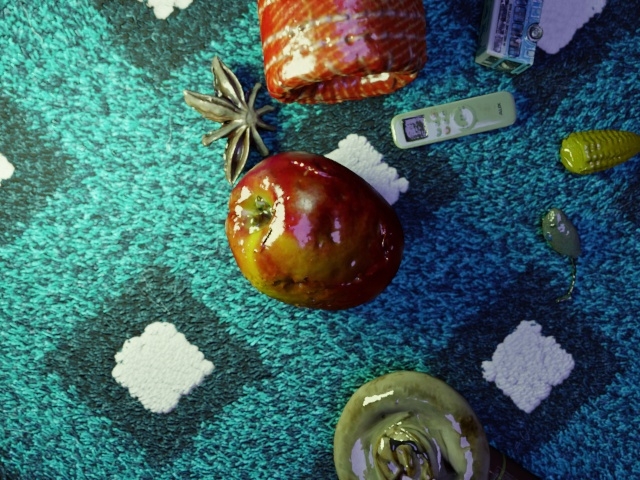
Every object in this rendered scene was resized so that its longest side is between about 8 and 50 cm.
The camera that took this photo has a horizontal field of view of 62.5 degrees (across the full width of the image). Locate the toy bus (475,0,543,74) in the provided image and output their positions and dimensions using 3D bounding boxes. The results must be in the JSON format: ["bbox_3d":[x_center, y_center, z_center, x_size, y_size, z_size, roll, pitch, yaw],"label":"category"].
[{"bbox_3d":[0.456,-0.557,1.237,0.130,0.106,0.298,9,93,-3],"label":"toy bus"}]

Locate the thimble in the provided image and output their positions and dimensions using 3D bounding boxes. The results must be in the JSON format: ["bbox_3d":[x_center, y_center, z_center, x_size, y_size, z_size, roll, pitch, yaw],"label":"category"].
[{"bbox_3d":[0.044,-0.429,1.107,0.349,0.350,0.231,-8,95,-3],"label":"thimble"}]

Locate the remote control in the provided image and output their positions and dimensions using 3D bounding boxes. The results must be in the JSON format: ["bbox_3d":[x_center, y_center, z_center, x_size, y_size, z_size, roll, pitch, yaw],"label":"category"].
[{"bbox_3d":[0.323,-0.292,1.284,0.309,0.038,0.090,-12,96,-2],"label":"remote control"}]

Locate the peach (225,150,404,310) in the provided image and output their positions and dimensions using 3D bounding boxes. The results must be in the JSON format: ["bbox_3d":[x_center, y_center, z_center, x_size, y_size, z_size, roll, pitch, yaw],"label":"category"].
[{"bbox_3d":[0.000,0.000,1.184,0.416,0.353,0.339,22,103,-47],"label":"peach"}]

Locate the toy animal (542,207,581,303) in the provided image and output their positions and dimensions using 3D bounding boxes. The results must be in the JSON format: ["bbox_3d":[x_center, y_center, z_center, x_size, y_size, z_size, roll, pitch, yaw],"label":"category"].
[{"bbox_3d":[0.615,0.033,1.328,0.079,0.070,0.253,-8,111,32],"label":"toy animal"}]

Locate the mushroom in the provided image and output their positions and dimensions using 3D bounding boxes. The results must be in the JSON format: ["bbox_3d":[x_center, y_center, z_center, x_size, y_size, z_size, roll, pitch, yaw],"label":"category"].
[{"bbox_3d":[0.198,0.486,1.200,0.361,0.294,0.363,-2,81,16],"label":"mushroom"}]

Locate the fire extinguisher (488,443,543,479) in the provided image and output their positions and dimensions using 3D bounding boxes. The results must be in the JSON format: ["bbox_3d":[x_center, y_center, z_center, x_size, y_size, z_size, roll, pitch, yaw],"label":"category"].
[{"bbox_3d":[0.477,0.623,1.353,0.341,0.105,0.141,36,132,-7],"label":"fire extinguisher"}]

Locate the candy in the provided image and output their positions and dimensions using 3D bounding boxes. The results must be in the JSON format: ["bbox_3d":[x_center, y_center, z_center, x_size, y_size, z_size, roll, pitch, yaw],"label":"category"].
[{"bbox_3d":[0.700,-0.225,1.290,0.198,0.094,0.106,-11,90,-9],"label":"candy"}]

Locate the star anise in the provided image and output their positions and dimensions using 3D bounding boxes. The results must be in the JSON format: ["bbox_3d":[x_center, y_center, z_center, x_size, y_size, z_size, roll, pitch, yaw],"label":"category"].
[{"bbox_3d":[-0.205,-0.284,1.213,0.198,0.110,0.258,-43,114,-24],"label":"star anise"}]
